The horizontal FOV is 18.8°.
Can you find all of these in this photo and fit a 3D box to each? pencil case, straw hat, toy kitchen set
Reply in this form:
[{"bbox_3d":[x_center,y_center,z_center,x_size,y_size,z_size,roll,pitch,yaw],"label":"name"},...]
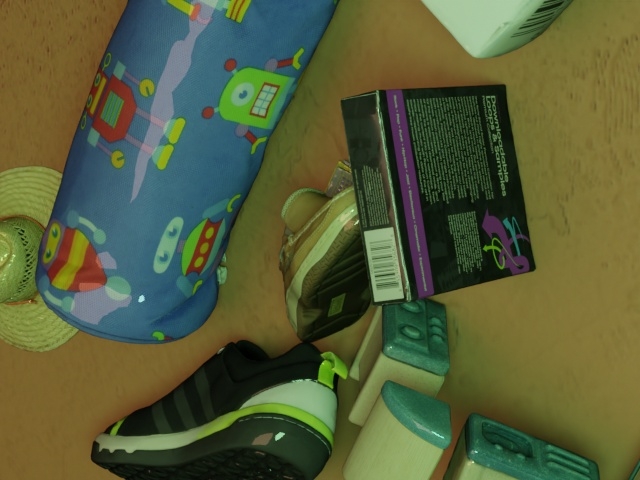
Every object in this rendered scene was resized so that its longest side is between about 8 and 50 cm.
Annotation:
[{"bbox_3d":[-0.080,-0.078,1.227,0.119,0.133,0.306,45,120,48],"label":"pencil case"},{"bbox_3d":[-0.225,0.015,1.376,0.144,0.061,0.144,5,99,34],"label":"straw hat"},{"bbox_3d":[0.131,0.101,1.141,0.207,0.166,0.122,22,113,-8],"label":"toy kitchen set"}]

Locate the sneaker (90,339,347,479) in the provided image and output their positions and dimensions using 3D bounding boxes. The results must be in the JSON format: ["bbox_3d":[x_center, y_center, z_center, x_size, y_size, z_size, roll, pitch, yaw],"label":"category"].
[{"bbox_3d":[-0.059,0.117,1.274,0.235,0.084,0.097,-13,49,48],"label":"sneaker"}]

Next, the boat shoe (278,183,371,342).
[{"bbox_3d":[0.000,0.000,1.167,0.072,0.068,0.190,64,159,16],"label":"boat shoe"}]

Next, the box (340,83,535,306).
[{"bbox_3d":[0.070,-0.029,1.104,0.029,0.162,0.116,-9,90,33],"label":"box"}]

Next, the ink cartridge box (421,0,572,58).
[{"bbox_3d":[0.071,-0.341,1.047,0.385,0.091,0.308,48,125,10],"label":"ink cartridge box"}]

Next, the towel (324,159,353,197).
[{"bbox_3d":[0.030,-0.006,1.227,0.083,0.009,0.060,40,116,24],"label":"towel"}]
